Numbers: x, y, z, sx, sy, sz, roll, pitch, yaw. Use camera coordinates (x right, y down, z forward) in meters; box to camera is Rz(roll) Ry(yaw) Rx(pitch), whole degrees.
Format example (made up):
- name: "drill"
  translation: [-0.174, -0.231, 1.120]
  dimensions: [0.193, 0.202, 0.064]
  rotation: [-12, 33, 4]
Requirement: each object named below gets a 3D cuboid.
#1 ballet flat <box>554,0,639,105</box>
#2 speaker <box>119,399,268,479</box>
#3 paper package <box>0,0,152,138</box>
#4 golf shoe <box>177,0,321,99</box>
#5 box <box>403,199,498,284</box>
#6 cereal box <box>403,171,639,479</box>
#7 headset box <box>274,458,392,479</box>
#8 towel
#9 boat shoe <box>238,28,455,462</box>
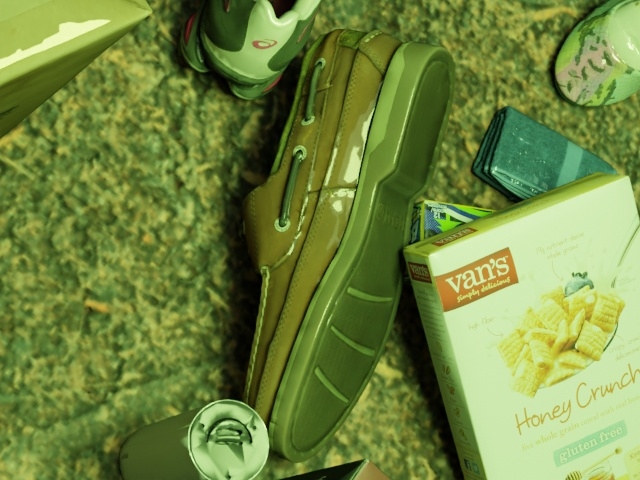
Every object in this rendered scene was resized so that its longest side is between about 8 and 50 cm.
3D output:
- name: "ballet flat"
  translation: [0.282, -0.176, 1.450]
  dimensions: [0.221, 0.079, 0.077]
  rotation: [-28, 92, -27]
- name: "speaker"
  translation: [-0.083, 0.137, 1.174]
  dimensions: [0.055, 0.136, 0.055]
  rotation: [6, 76, -24]
- name: "paper package"
  translation: [-0.301, -0.101, 1.025]
  dimensions: [0.309, 0.325, 0.168]
  rotation: [-29, 92, -28]
- name: "golf shoe"
  translation: [-0.014, -0.234, 1.305]
  dimensions: [0.105, 0.120, 0.273]
  rotation: [20, 69, -18]
- name: "box"
  translation: [0.137, 0.011, 1.349]
  dimensions: [0.168, 0.059, 0.054]
  rotation: [9, 76, -23]
- name: "cereal box"
  translation: [0.169, 0.089, 1.309]
  dimensions: [0.173, 0.047, 0.240]
  rotation: [-22, 106, -21]
- name: "headset box"
  translation: [0.037, 0.261, 1.156]
  dimensions: [0.293, 0.218, 0.110]
  rotation: [42, 64, -10]
- name: "towel"
  translation: [0.179, -0.051, 1.401]
  dimensions: [0.119, 0.029, 0.067]
  rotation: [28, 67, -16]
- name: "boat shoe"
  translation: [0.000, 0.000, 1.272]
  dimensions: [0.104, 0.111, 0.307]
  rotation: [15, 77, 24]
